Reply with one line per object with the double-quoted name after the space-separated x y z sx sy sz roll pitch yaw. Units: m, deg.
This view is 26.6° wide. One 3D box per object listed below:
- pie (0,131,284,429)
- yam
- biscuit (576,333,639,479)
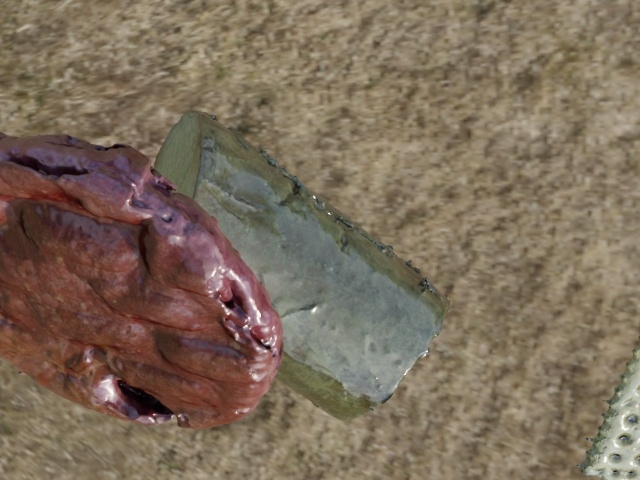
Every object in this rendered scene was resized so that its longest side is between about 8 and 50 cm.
-0.082 0.017 0.511 0.153 0.154 0.038 45 47 -22 "pie"
-0.037 0.031 1.227 0.304 0.168 0.168 36 78 -19 "yam"
0.317 0.169 1.247 0.144 0.016 0.203 8 116 -21 "biscuit"
